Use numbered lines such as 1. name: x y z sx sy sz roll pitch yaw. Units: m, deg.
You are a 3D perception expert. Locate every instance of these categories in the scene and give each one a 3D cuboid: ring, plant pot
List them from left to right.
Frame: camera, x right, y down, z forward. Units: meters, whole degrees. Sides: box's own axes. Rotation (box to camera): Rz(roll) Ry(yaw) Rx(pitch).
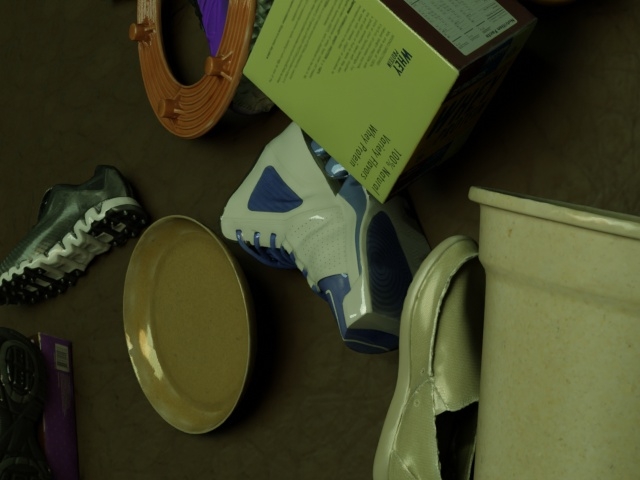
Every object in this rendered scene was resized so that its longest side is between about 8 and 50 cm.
1. ring: -0.150 -0.282 1.890 0.336 0.032 0.336 -9 79 62
2. plant pot: -0.136 0.089 1.824 0.236 0.032 0.236 8 101 51
3. plant pot: 0.258 0.135 1.394 0.334 0.334 0.305 14 94 40

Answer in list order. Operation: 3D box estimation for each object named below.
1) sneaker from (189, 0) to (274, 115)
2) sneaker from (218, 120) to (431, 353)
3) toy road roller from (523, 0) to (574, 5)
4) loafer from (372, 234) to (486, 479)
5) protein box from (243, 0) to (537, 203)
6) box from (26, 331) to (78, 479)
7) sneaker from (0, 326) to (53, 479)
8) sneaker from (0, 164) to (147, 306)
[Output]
1. sneaker: -0.098 -0.276 1.930 0.146 0.102 0.293 -15 71 51
2. sneaker: 0.000 -0.001 1.749 0.182 0.127 0.315 -35 50 28
3. toy road roller: 0.163 -0.352 1.633 0.330 0.202 0.240 5 95 3
4. loafer: 0.128 0.130 1.616 0.092 0.102 0.268 13 92 38
5. protein box: 0.064 -0.188 1.647 0.201 0.136 0.200 44 139 13
6. box: -0.374 0.275 1.972 0.201 0.057 0.293 -22 62 30
7. sneaker: -0.374 0.245 1.892 0.130 0.109 0.286 -26 51 34
8. sneaker: -0.309 -0.010 2.011 0.234 0.078 0.106 -33 54 20
